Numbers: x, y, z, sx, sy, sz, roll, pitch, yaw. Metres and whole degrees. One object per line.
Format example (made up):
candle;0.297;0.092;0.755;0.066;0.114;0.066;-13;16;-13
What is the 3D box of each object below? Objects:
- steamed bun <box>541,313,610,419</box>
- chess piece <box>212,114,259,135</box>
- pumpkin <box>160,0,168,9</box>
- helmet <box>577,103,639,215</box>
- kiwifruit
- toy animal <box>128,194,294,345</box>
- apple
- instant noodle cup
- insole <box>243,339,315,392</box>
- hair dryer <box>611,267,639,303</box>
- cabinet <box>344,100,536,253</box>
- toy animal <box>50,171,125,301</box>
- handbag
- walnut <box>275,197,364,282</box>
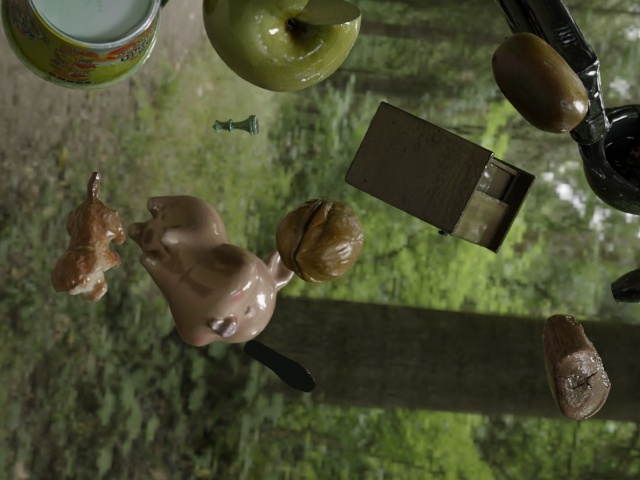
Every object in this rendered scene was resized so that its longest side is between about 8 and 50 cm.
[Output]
steamed bun;0.469;0.228;2.035;0.144;0.106;0.175;-93;166;-56
chess piece;-0.173;-0.233;2.230;0.042;0.093;0.042;0;90;-82
pumpkin;-0.331;-0.500;2.023;0.202;0.140;0.202;-58;165;-26
helmet;0.642;-0.151;2.274;0.160;0.279;0.230;108;-10;-65
kiwifruit;0.237;-0.171;1.199;0.124;0.075;0.075;53;-1;1
toy animal;-0.217;0.056;2.058;0.237;0.269;0.326;-51;-144;23
apple;-0.073;-0.424;2.022;0.254;0.292;0.291;-126;-143;-58
instant noodle cup;-0.362;-0.376;1.719;0.200;0.264;0.264;174;-78;-71
insole;-0.072;0.225;1.973;0.053;0.153;0.002;-51;-167;28
hair dryer;0.685;0.147;2.131;0.075;0.196;0.219;-28;99;-61
cabinet;0.185;-0.092;1.713;0.175;0.215;0.148;17;100;-57
toy animal;-0.397;-0.002;1.843;0.185;0.104;0.183;-68;160;-65
handbag;0.344;-0.293;1.665;0.275;0.088;0.244;66;9;28
walnut;0.000;0.000;1.835;0.180;0.144;0.144;-33;131;-63
